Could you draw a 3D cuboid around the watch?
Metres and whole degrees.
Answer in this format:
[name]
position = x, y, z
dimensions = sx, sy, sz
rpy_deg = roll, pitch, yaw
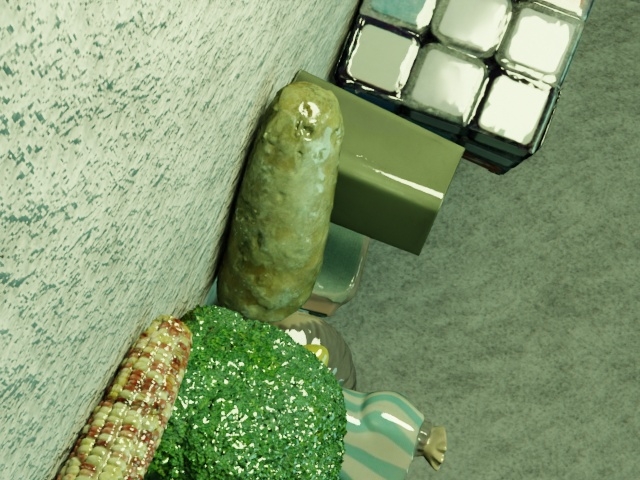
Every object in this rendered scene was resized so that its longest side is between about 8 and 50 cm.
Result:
[watch]
position = 0.000, 0.000, 1.731
dimensions = 0.241, 0.161, 0.253
rpy_deg = 90, 15, -82

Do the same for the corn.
[corn]
position = -0.184, 0.177, 0.989
dimensions = 0.079, 0.079, 0.237
rpy_deg = 106, 5, -53

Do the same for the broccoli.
[broccoli]
position = -0.108, 0.223, 1.191
dimensions = 0.308, 0.275, 0.308
rpy_deg = 48, 31, -42

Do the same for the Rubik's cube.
[Rubik's cube]
position = 0.243, -0.343, 1.755
dimensions = 0.359, 0.362, 0.363
rpy_deg = 33, 78, -83

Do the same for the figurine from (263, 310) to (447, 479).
[figurine]
position = 0.002, 0.214, 1.529
dimensions = 0.378, 0.361, 0.266
rpy_deg = -60, 171, -70

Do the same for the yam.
[yam]
position = -0.045, -0.046, 1.268
dimensions = 0.133, 0.133, 0.330
rpy_deg = -62, 169, -51

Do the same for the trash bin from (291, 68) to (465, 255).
[trash bin]
position = 0.050, -0.094, 1.372
dimensions = 0.164, 0.240, 0.122
rpy_deg = 107, 9, -61
